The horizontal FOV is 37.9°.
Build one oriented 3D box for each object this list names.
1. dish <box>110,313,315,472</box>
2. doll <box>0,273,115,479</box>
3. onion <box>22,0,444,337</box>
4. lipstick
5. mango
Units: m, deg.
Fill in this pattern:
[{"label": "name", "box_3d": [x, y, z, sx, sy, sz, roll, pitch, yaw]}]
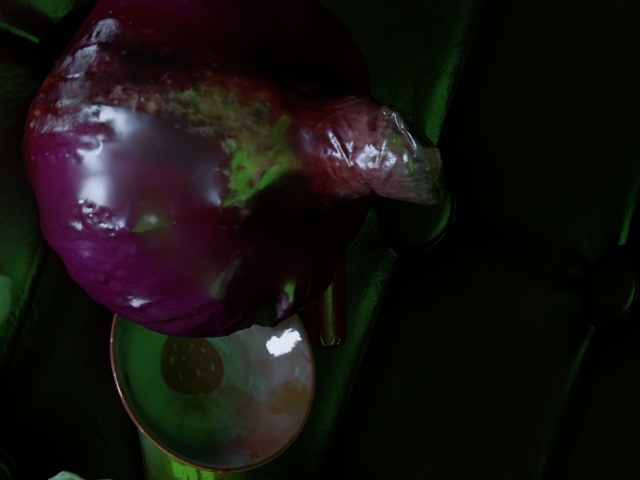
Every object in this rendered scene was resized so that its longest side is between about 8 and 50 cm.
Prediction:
[{"label": "dish", "box_3d": [-0.137, 0.149, 1.089, 0.260, 0.085, 0.260, 17, 58, -29]}, {"label": "doll", "box_3d": [-0.399, 0.228, 0.904, 0.348, 0.161, 0.423, -30, 102, -20]}, {"label": "onion", "box_3d": [-0.062, -0.094, 0.908, 0.398, 0.420, 0.399, 2, 88, -39]}, {"label": "lipstick", "box_3d": [-0.001, 0.000, 1.195, 0.073, 0.073, 0.280, -10, 107, -34]}, {"label": "mango", "box_3d": [-0.159, 0.274, 1.138, 0.130, 0.092, 0.195, -38, 112, -21]}]
